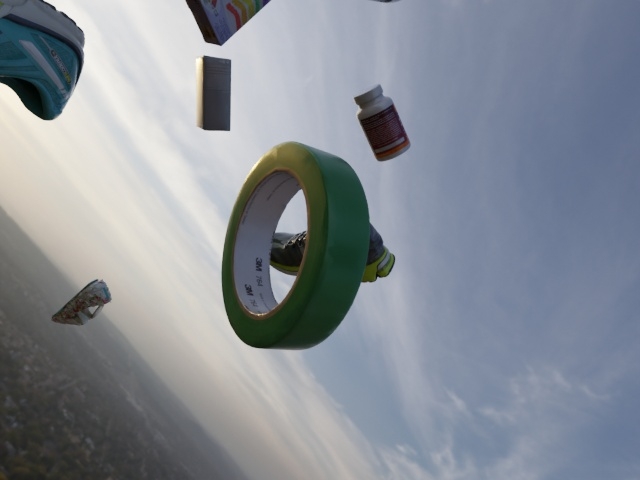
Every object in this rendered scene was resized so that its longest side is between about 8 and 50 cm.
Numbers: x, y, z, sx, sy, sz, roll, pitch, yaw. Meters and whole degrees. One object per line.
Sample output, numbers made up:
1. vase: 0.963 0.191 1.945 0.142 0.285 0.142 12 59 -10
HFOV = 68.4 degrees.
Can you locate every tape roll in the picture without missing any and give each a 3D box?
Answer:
1. tape roll: -0.055 0.009 0.747 0.077 0.321 0.321 12 0 -35

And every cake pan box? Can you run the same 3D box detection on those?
1. cake pan box: -0.235 -0.663 1.147 0.070 0.246 0.267 25 -25 28

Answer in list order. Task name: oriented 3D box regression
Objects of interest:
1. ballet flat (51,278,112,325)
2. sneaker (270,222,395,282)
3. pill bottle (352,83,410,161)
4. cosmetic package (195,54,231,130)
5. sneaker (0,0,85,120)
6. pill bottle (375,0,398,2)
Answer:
1. ballet flat: -0.635 0.183 1.250 0.241 0.091 0.077 -31 -83 34
2. sneaker: 0.000 0.000 0.961 0.300 0.111 0.121 2 -49 28
3. pill bottle: 0.131 -0.256 1.026 0.086 0.086 0.152 7 -51 58
4. cosmetic package: -0.365 -0.497 1.603 0.127 0.107 0.238 32 -60 58
5. sneaker: -0.309 -0.172 0.367 0.107 0.110 0.275 14 2 26
6. pill bottle: 0.046 -0.383 0.565 0.278 0.162 0.162 4 -21 -10
